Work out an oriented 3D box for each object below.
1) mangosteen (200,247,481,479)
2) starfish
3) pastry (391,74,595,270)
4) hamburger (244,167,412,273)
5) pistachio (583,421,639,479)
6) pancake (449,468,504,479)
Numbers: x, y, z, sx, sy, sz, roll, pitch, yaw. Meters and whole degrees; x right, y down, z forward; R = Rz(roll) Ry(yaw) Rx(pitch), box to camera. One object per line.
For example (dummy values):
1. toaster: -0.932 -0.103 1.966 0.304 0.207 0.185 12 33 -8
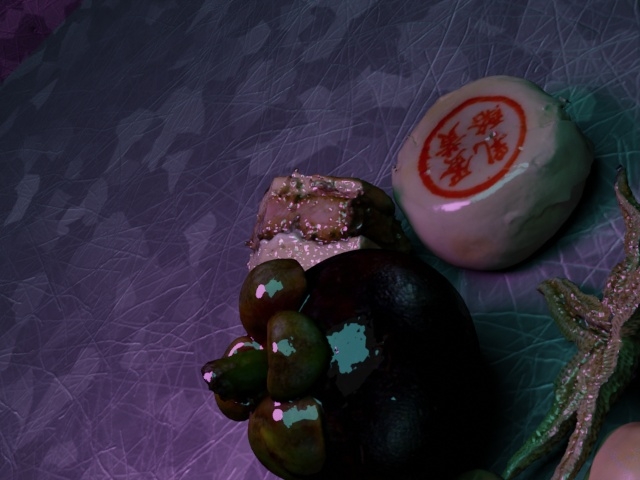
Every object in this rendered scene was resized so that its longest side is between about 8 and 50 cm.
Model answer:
1. mangosteen: 0.030 0.157 1.075 0.300 0.300 0.300 -22 49 28
2. starfish: 0.281 0.102 0.997 0.347 0.078 0.358 -85 18 -69
3. pastry: 0.211 -0.090 1.222 0.265 0.133 0.265 -26 43 27
4. hamburger: 0.000 0.000 1.298 0.245 0.282 0.155 14 77 6
5. pistachio: 0.339 0.277 0.820 0.187 0.187 0.299 -50 42 1
6. pancake: 0.115 0.340 0.989 0.236 0.042 0.222 -52 12 36
